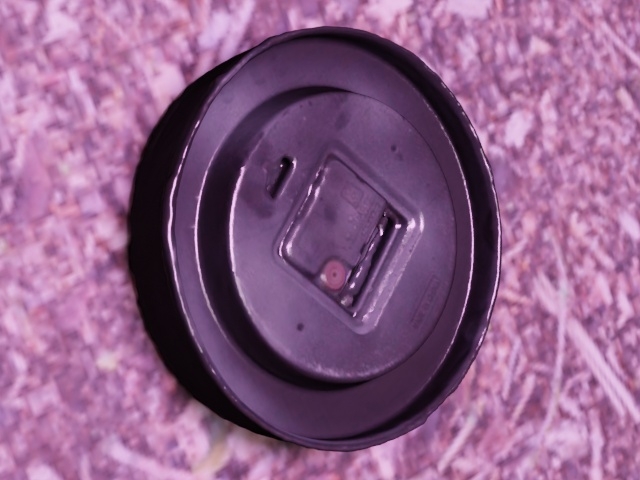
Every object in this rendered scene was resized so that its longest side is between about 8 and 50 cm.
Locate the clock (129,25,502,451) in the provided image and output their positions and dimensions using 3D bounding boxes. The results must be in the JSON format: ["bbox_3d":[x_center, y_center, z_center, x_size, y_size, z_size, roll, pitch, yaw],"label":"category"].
[{"bbox_3d":[0.000,0.000,0.864,0.184,0.040,0.185,3,86,-38],"label":"clock"}]
